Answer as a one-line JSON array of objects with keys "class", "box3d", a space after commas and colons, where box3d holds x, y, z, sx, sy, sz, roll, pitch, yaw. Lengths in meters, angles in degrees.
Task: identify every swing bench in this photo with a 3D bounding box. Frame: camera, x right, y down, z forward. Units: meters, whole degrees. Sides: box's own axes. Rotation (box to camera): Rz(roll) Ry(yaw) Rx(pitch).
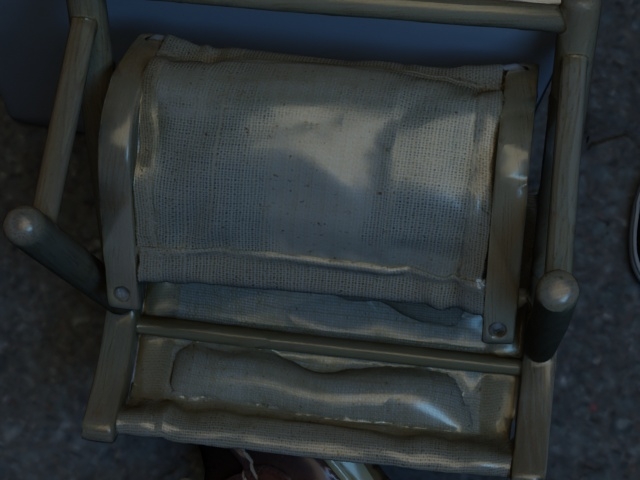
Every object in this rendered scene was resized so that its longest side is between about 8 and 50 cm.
[{"class": "swing bench", "box3d": [0.000, 0.000, 0.893, 0.253, 0.254, 0.165, 6, 63, 6]}]

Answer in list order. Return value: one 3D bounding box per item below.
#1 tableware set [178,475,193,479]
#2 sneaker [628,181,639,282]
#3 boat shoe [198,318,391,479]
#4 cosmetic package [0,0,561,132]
[{"class": "tableware set", "box3d": [-0.091, 0.243, 1.015, 0.128, 0.039, 0.194, -32, 78, 33]}, {"class": "sneaker", "box3d": [0.266, -0.069, 1.107, 0.079, 0.121, 0.217, 31, 77, 6]}, {"class": "boat shoe", "box3d": [-0.018, 0.173, 1.038, 0.123, 0.123, 0.342, -42, 86, -10]}, {"class": "cosmetic package", "box3d": [-0.008, -0.272, 1.040, 0.330, 0.327, 0.393, 11, 75, 0]}]
